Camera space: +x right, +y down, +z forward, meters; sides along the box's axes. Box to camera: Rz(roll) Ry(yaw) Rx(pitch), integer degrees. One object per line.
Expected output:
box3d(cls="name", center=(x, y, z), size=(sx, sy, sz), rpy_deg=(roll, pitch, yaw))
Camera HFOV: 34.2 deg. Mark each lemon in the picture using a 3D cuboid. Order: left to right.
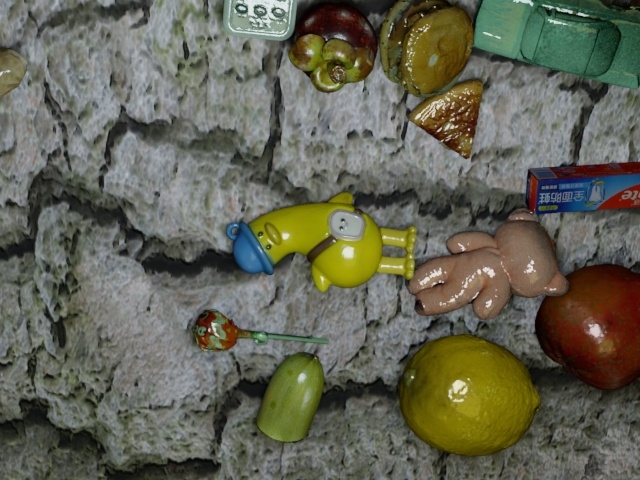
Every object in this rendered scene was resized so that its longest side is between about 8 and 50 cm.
box3d(cls="lemon", center=(0.304, 0.317, 2.118), size=(0.320, 0.245, 0.245), rpy_deg=(18, 111, -24))

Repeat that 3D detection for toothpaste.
box3d(cls="toothpaste", center=(0.568, -0.107, 2.054), size=(0.321, 0.066, 0.076), rpy_deg=(-4, 116, -6))

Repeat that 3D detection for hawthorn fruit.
box3d(cls="hawthorn fruit", center=(0.590, 0.147, 2.103), size=(0.300, 0.254, 0.254), rpy_deg=(-44, 116, -13))

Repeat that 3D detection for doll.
box3d(cls="doll", center=(0.000, 0.000, 1.994), size=(0.363, 0.145, 0.199), rpy_deg=(6, 75, -2))
box3d(cls="doll", center=(0.325, 0.071, 2.068), size=(0.303, 0.201, 0.156), rpy_deg=(-20, 154, 8))

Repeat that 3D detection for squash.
box3d(cls="squash", center=(-0.050, 0.312, 2.132), size=(0.123, 0.123, 0.186), rpy_deg=(15, 113, -15))

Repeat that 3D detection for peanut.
box3d(cls="peanut", center=(-0.608, -0.278, 1.780), size=(0.214, 0.099, 0.099), rpy_deg=(-4, 116, -7))

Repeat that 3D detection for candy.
box3d(cls="candy", center=(-0.117, 0.189, 2.101), size=(0.288, 0.078, 0.084), rpy_deg=(6, 77, -22))

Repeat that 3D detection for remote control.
box3d(cls="remote control", center=(-0.092, -0.510, 1.759), size=(0.128, 0.065, 0.335), rpy_deg=(5, 115, -5))

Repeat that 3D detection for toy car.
box3d(cls="toy car", center=(0.430, -0.366, 1.839), size=(0.321, 0.097, 0.141), rpy_deg=(15, 131, 6))

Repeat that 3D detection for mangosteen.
box3d(cls="mangosteen", center=(0.024, -0.318, 1.810), size=(0.156, 0.181, 0.145), rpy_deg=(-4, 154, 2))

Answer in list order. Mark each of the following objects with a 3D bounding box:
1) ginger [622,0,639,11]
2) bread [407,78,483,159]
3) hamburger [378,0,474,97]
box3d(cls="ginger", center=(0.671, -0.410, 1.871), size=(0.321, 0.165, 0.172), rpy_deg=(-7, 152, 5))
box3d(cls="bread", center=(0.228, -0.229, 1.950), size=(0.136, 0.054, 0.154), rpy_deg=(0, 110, -10))
box3d(cls="hamburger", center=(0.184, -0.343, 1.846), size=(0.177, 0.113, 0.185), rpy_deg=(-56, 144, -8))
